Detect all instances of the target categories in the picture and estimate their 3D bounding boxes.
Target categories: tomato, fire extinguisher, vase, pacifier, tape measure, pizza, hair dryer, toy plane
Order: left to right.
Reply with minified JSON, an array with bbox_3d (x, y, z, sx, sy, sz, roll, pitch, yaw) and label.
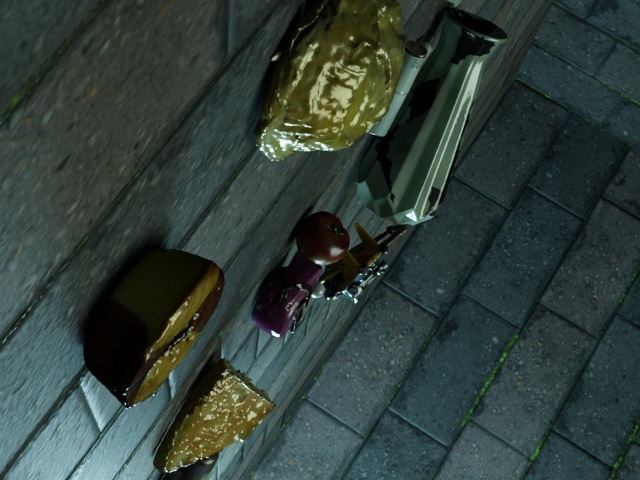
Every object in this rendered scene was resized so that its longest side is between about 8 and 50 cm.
[{"bbox_3d":[-0.224,0.382,1.888,0.099,0.071,0.231,-98,-150,-57],"label":"fire extinguisher"},{"bbox_3d":[-0.181,0.279,1.736,0.204,0.080,0.188,-48,149,1],"label":"pizza"},{"bbox_3d":[-0.054,0.093,1.749,0.118,0.074,0.125,-51,167,-38],"label":"tape measure"},{"bbox_3d":[-0.016,0.066,1.859,0.081,0.078,0.099,-4,132,-38],"label":"pacifier"},{"bbox_3d":[0.000,0.000,1.710,0.075,0.087,0.087,-34,-174,32],"label":"tomato"},{"bbox_3d":[0.043,0.063,2.012,0.204,0.103,0.316,-43,178,-22],"label":"toy plane"},{"bbox_3d":[0.137,-0.260,1.705,0.155,0.044,0.183,-61,175,35],"label":"hair dryer"},{"bbox_3d":[0.188,-0.204,1.850,0.360,0.165,0.165,-66,170,27],"label":"vase"}]

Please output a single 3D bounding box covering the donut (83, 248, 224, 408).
[{"bbox_3d":[-0.160,0.078,1.049,0.166,0.073,0.184,-60,173,7],"label":"donut"}]

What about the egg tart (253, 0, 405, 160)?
[{"bbox_3d":[0.023,-0.176,1.147,0.232,0.098,0.252,-63,167,14],"label":"egg tart"}]

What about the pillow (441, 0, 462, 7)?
[{"bbox_3d":[0.224,-0.438,1.509,0.230,0.050,0.148,-62,176,9],"label":"pillow"}]
